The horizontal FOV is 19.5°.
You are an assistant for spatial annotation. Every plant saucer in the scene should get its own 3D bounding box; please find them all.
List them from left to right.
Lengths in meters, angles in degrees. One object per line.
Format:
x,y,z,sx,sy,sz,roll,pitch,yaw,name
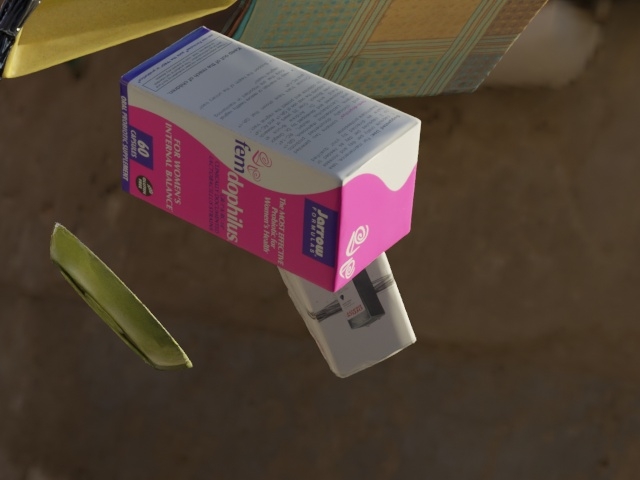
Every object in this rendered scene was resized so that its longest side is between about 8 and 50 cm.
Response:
-0.250,0.078,2.252,0.241,0.037,0.241,44,-10,10,plant saucer
-0.222,-0.335,2.198,0.332,0.081,0.333,-22,-11,-23,plant saucer

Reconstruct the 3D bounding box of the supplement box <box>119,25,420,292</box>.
-0.042,-0.067,1.475,0.220,0.111,0.114,24,41,26,supplement box

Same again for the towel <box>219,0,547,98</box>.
0.061,-0.229,2.004,0.370,0.040,0.271,-6,-25,-28,towel

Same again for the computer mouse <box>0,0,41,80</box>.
-0.388,-0.157,1.840,0.262,0.184,0.060,-13,-51,31,computer mouse

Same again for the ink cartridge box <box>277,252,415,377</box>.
0.000,0.000,1.765,0.158,0.092,0.218,-121,-172,-46,ink cartridge box
